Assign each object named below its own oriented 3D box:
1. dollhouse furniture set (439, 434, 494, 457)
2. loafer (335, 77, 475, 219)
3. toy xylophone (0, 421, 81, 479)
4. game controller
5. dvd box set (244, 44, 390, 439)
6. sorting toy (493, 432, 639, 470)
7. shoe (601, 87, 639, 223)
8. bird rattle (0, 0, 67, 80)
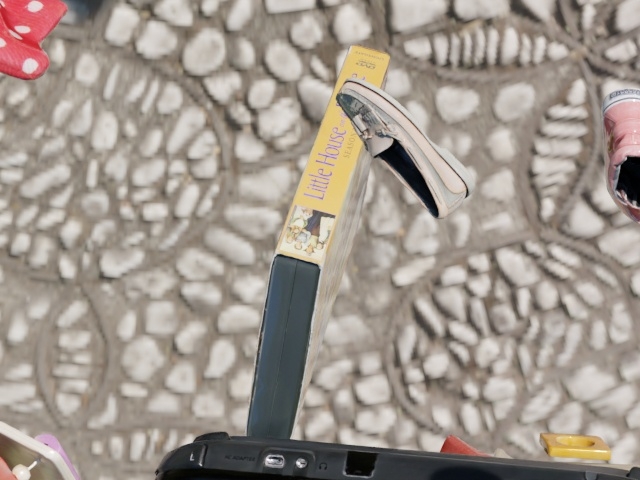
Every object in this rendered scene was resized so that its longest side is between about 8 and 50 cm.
[{"bbox_3d":[0.071,0.352,1.805,0.374,0.152,0.201,-36,120,-17],"label":"dollhouse furniture set"},{"bbox_3d":[0.057,-0.067,1.158,0.125,0.039,0.045,41,155,0],"label":"loafer"},{"bbox_3d":[-0.313,0.270,1.200,0.323,0.081,0.236,-47,156,-12],"label":"toy xylophone"},{"bbox_3d":[0.063,0.174,0.948,0.319,0.067,0.166,3,145,16],"label":"game controller"},{"bbox_3d":[0.000,0.000,1.929,0.062,0.420,0.308,14,130,4],"label":"dvd box set"},{"bbox_3d":[0.249,0.239,1.436,0.196,0.347,0.047,5,97,10],"label":"sorting toy"},{"bbox_3d":[0.288,-0.052,1.435,0.063,0.081,0.178,-7,141,14],"label":"shoe"},{"bbox_3d":[-0.226,-0.152,0.731,0.143,0.207,0.254,-14,101,9],"label":"bird rattle"}]
